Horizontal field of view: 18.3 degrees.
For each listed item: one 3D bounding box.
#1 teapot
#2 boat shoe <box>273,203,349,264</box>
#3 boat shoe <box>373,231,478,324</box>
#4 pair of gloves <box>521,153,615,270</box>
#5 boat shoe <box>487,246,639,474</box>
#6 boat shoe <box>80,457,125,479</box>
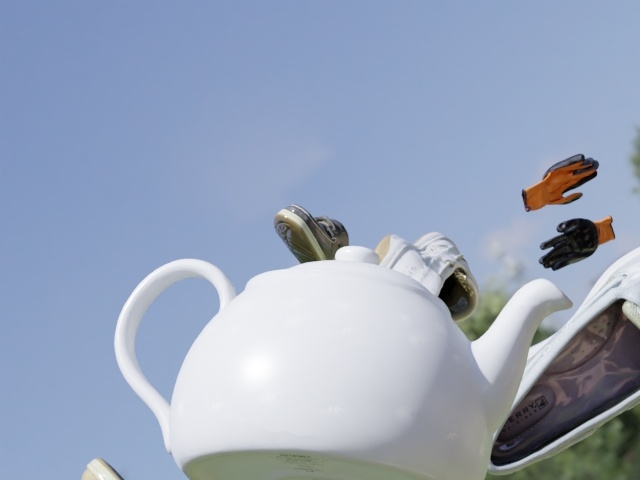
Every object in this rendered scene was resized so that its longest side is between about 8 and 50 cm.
[{"bbox_3d":[0.009,0.094,1.459,0.256,0.187,0.252,17,-22,-26],"label":"teapot"},{"bbox_3d":[0.000,0.000,1.826,0.049,0.056,0.152,-50,-27,-10],"label":"boat shoe"},{"bbox_3d":[0.116,0.054,2.042,0.098,0.096,0.277,-62,-15,9],"label":"boat shoe"},{"bbox_3d":[0.188,-0.021,1.507,0.074,0.083,0.010,-26,25,-24],"label":"pair of gloves"},{"bbox_3d":[0.267,0.104,1.812,0.320,0.118,0.103,-34,12,0],"label":"boat shoe"},{"bbox_3d":[-0.089,0.184,1.012,0.048,0.153,0.056,-29,-5,-6],"label":"boat shoe"}]
